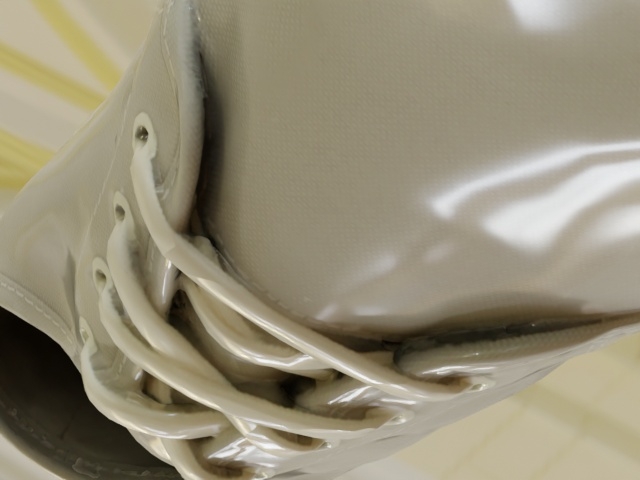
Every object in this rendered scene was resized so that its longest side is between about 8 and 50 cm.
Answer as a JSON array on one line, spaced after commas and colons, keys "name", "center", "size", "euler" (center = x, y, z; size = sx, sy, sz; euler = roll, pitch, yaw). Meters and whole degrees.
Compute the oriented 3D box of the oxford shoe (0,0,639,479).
[{"name": "oxford shoe", "center": [0.000, 0.000, 0.510], "size": [0.130, 0.169, 0.449], "euler": [-56, 10, -22]}]
